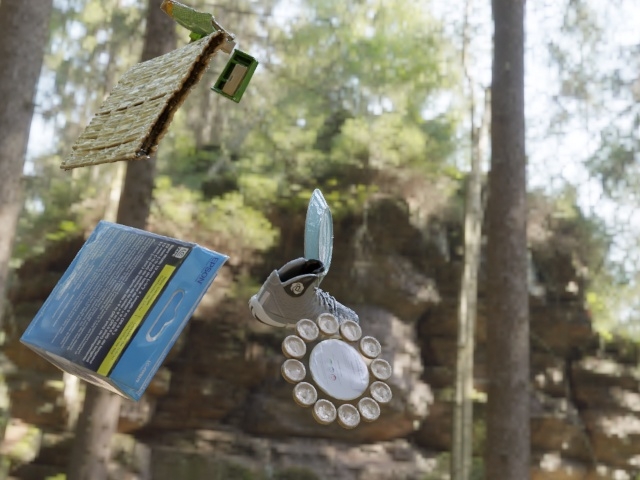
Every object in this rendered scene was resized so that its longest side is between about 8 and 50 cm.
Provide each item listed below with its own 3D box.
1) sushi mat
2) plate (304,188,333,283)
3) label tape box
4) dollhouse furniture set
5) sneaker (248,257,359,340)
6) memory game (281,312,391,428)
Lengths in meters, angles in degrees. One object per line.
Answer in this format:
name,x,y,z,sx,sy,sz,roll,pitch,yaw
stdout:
sushi mat,-0.189,-0.137,1.215,0.019,0.151,0.316,36,-13,-21
plate,0.000,0.000,2.149,0.024,0.188,0.188,3,-23,10
label tape box,-0.292,0.118,1.874,0.347,0.249,0.115,14,-25,45
dollhouse furniture set,-0.132,-0.217,1.358,0.076,0.059,0.151,28,-2,28
sneaker,-0.003,0.097,2.071,0.228,0.086,0.132,11,-60,-36
memory game,0.025,0.192,1.744,0.186,0.186,0.012,13,-36,-22
